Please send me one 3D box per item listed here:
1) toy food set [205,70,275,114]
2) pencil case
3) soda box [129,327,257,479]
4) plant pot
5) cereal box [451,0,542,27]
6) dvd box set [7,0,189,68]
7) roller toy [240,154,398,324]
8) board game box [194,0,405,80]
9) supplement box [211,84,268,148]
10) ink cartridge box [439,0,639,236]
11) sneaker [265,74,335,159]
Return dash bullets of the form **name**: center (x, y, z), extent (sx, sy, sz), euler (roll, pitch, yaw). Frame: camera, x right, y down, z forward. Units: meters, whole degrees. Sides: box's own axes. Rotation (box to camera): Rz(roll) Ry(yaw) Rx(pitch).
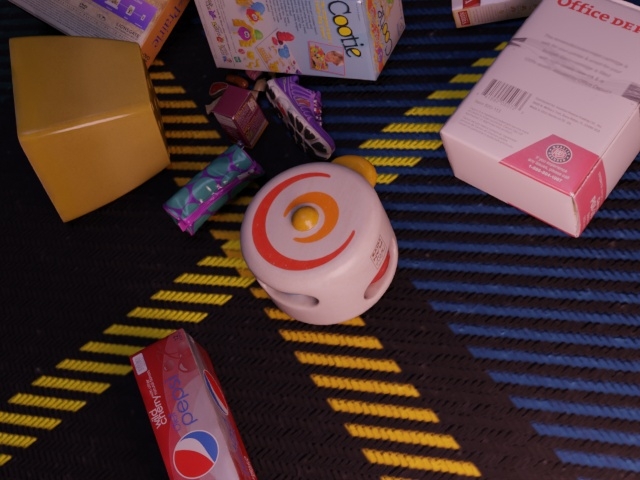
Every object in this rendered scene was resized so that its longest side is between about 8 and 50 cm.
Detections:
- **toy food set**: center (-0.125, -0.244, 1.483), extent (0.122, 0.019, 0.078), euler (-15, 58, 15)
- **pencil case**: center (-0.157, -0.076, 1.369), extent (0.151, 0.064, 0.070), euler (-42, 32, -6)
- **soda box**: center (-0.152, 0.247, 1.165), extent (0.083, 0.092, 0.263), euler (-28, 56, 1)
- **plant pot**: center (-0.342, -0.188, 1.424), extent (0.187, 0.212, 0.212), euler (-15, 57, -3)
- **cereal box**: center (0.318, -0.417, 1.409), extent (0.240, 0.047, 0.173), euler (-6, 58, 16)
- **dvd box set**: center (-0.323, -0.524, 1.586), extent (0.307, 0.062, 0.420), euler (31, 90, 17)
- **roller toy**: center (0.000, 0.000, 1.222), extent (0.209, 0.146, 0.191), euler (-25, 57, 4)
- **board game box**: center (-0.029, -0.352, 1.421), extent (0.275, 0.144, 0.142), euler (10, 50, 23)
- **supplement box**: center (-0.121, -0.186, 1.408), extent (0.043, 0.083, 0.055), euler (21, 69, 27)
- **ink cartridge box**: center (0.327, -0.178, 1.228), extent (0.207, 0.117, 0.283), euler (31, 75, 31)
- **sneaker**: center (-0.020, -0.193, 1.392), extent (0.071, 0.068, 0.170), euler (-25, 59, -13)
